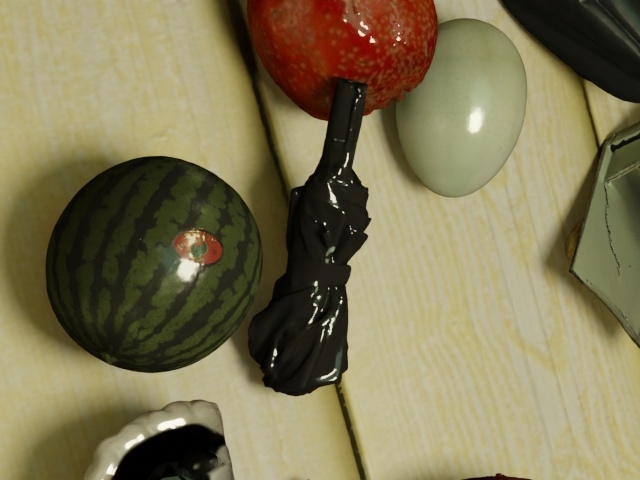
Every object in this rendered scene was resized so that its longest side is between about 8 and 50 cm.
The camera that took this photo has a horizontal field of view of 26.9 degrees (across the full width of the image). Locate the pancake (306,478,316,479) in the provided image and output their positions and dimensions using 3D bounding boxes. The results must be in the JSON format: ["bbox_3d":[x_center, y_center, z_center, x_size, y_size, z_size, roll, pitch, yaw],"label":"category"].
[{"bbox_3d":[-0.050,0.438,1.403,0.197,0.054,0.376,25,70,-29],"label":"pancake"}]

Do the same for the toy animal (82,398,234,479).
[{"bbox_3d":[-0.152,0.267,1.278,0.156,0.204,0.208,-7,74,-12],"label":"toy animal"}]

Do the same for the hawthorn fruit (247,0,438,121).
[{"bbox_3d":[0.012,-0.256,1.441,0.205,0.205,0.253,-42,107,-29],"label":"hawthorn fruit"}]

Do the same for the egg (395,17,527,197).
[{"bbox_3d":[0.161,-0.153,1.547,0.151,0.151,0.209,11,86,-30],"label":"egg"}]

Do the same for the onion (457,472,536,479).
[{"bbox_3d":[0.194,0.387,1.443,0.276,0.276,0.276,4,82,-31],"label":"onion"}]

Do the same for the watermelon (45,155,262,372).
[{"bbox_3d":[-0.162,0.024,1.290,0.212,0.212,0.212,4,82,-31],"label":"watermelon"}]

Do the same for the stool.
[{"bbox_3d":[0.468,-0.038,1.629,0.170,0.244,0.269,44,45,-19],"label":"stool"}]

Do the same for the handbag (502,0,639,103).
[{"bbox_3d":[0.413,-0.310,1.708,0.275,0.178,0.302,47,60,-1],"label":"handbag"}]

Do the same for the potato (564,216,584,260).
[{"bbox_3d":[0.339,-0.005,1.700,0.092,0.045,0.046,-29,82,-39],"label":"potato"}]

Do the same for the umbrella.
[{"bbox_3d":[0.000,0.000,1.397,0.118,0.118,0.340,1,107,-32],"label":"umbrella"}]
